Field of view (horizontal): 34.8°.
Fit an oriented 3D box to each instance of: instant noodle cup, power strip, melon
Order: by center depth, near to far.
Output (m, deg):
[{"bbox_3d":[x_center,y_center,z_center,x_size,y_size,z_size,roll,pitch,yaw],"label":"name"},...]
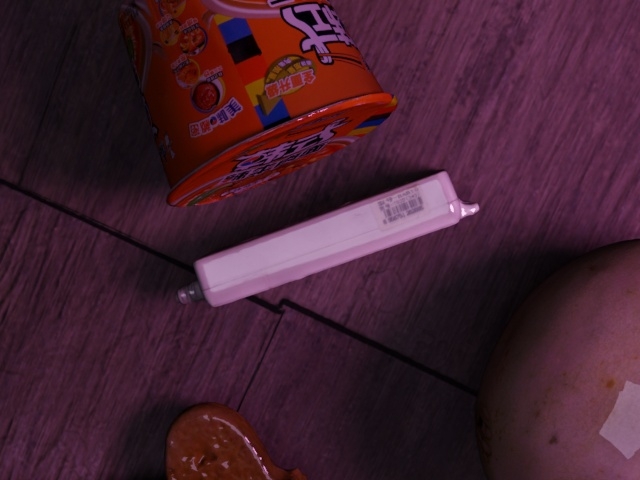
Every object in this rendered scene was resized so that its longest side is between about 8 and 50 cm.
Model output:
[{"bbox_3d":[0.299,0.142,0.994,0.268,0.268,0.330,32,94,1],"label":"melon"},{"bbox_3d":[-0.073,-0.169,1.016,0.250,0.250,0.192,-24,85,9],"label":"instant noodle cup"},{"bbox_3d":[0.000,0.000,1.090,0.338,0.098,0.058,-20,94,8],"label":"power strip"}]

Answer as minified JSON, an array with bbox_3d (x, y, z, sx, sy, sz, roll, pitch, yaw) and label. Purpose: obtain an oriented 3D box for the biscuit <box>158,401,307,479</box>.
[{"bbox_3d":[-0.165,0.398,1.177,0.394,0.076,0.368,-26,94,12],"label":"biscuit"}]
